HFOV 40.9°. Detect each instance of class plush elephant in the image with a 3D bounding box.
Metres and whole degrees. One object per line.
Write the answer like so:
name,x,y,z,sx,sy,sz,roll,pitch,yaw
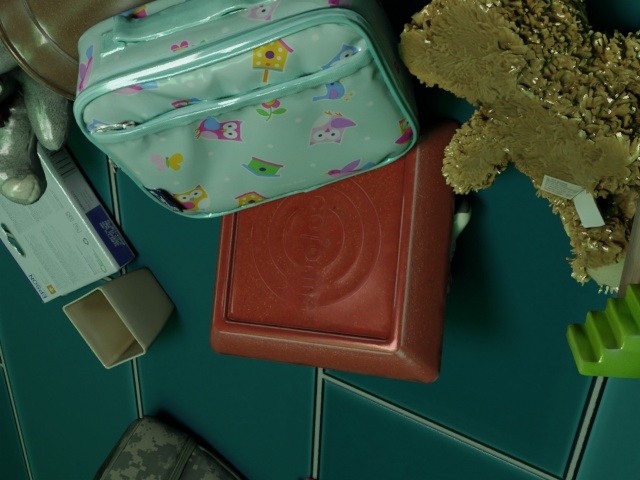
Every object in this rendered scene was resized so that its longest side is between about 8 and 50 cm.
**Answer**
plush elephant,-0.373,-0.193,0.895,0.272,0.255,0.330,25,94,-20

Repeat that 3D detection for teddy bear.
teddy bear,0.221,-0.097,0.727,0.338,0.113,0.245,36,141,0

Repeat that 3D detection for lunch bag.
lunch bag,-0.250,0.451,1.360,0.256,0.212,0.305,30,135,-7
lunch bag,-0.067,-0.126,0.751,0.279,0.108,0.224,-16,151,15

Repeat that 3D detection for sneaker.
sneaker,0.121,0.015,0.902,0.075,0.057,0.161,34,134,-11

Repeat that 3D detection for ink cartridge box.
ink cartridge box,-0.394,-0.031,1.239,0.224,0.045,0.223,-20,106,43

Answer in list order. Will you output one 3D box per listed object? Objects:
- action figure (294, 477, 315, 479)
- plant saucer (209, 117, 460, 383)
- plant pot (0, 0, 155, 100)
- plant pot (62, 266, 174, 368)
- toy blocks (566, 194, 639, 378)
action figure,0.009,0.370,1.232,0.115,0.030,0.038,18,133,28
plant saucer,0.000,0.000,0.860,0.259,0.048,0.258,4,88,24
plant pot,-0.188,-0.236,0.788,0.165,0.167,0.167,-24,103,37
plant pot,-0.273,0.099,1.203,0.109,0.096,0.109,-25,102,42
toy blocks,0.369,-0.037,0.553,0.381,0.191,0.261,2,118,3
